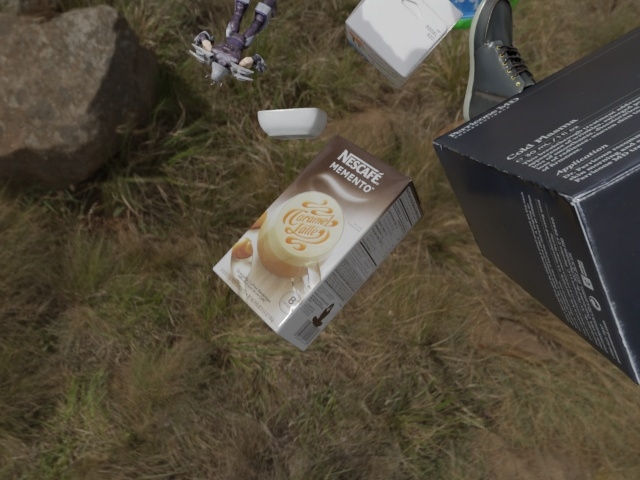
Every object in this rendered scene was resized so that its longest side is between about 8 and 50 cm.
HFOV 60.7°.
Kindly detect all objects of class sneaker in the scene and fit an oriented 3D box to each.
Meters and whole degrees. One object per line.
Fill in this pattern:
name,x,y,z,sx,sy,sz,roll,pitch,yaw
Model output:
sneaker,0.312,-0.296,0.902,0.083,0.118,0.222,-5,105,-32

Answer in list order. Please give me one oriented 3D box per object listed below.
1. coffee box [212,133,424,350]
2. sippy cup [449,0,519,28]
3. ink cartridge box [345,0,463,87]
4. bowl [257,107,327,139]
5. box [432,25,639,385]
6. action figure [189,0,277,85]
coffee box,0.000,0.000,0.720,0.141,0.098,0.246,38,83,32
sippy cup,0.378,-0.725,1.442,0.305,0.224,0.240,2,60,9
ink cartridge box,0.171,-0.456,1.178,0.171,0.233,0.168,42,101,-3
bowl,-0.059,-0.252,1.195,0.141,0.142,0.053,0,96,10
box,0.337,-0.083,0.530,0.343,0.312,0.179,-28,110,3
action figure,-0.200,-0.489,1.335,0.185,0.099,0.285,27,72,-12
